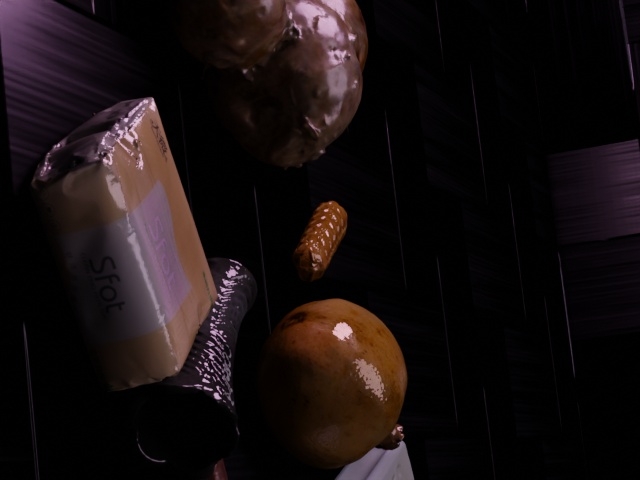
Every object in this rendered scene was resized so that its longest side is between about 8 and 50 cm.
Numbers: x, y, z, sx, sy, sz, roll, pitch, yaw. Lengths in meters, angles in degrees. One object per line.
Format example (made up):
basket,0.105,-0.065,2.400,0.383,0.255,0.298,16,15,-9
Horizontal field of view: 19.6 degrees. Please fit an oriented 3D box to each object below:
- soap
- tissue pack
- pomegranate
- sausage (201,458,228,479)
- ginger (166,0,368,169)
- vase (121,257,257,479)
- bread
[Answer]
soap,0.063,0.332,2.283,0.198,0.067,0.119,-40,117,-69
tissue pack,-0.173,0.000,1.679,0.186,0.090,0.222,-63,140,-65
pomegranate,0.018,0.164,2.048,0.196,0.196,0.196,-9,90,-72
sausage,-0.104,0.259,1.856,0.030,0.035,0.147,-49,129,-72
ginger,-0.036,-0.220,2.089,0.256,0.176,0.375,63,19,-3
vase,-0.116,0.111,1.798,0.237,0.115,0.115,-80,154,-55
bread,0.000,0.000,2.284,0.157,0.044,0.052,-62,146,-60
